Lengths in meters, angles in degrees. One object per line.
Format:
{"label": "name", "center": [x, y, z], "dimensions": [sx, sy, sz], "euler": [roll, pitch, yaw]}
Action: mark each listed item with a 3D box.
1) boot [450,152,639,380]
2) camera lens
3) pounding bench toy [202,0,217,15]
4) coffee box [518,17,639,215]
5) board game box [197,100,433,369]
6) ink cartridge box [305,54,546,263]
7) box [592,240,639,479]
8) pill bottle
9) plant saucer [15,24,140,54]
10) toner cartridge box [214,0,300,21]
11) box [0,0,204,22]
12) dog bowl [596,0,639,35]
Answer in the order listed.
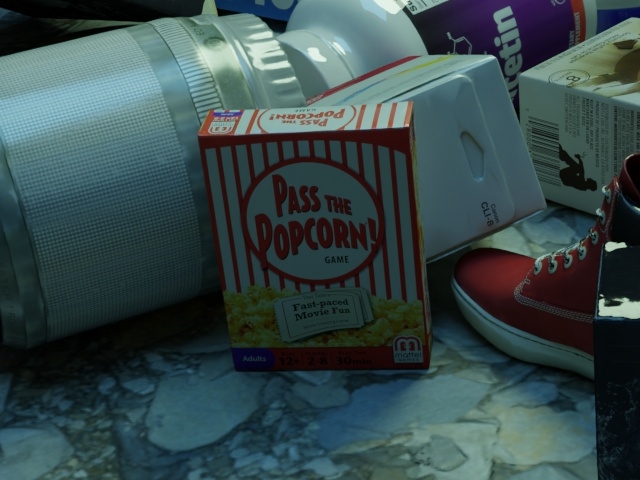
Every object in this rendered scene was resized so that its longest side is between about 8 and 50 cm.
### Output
{"label": "boot", "center": [0.182, 0.006, 1.021], "dimensions": [0.088, 0.176, 0.244], "euler": [-28, 33, -31]}
{"label": "camera lens", "center": [-0.160, -0.050, 1.152], "dimensions": [0.274, 0.219, 0.219], "euler": [-17, 30, -17]}
{"label": "pounding bench toy", "center": [-0.152, -0.256, 1.715], "dimensions": [0.052, 0.083, 0.065], "euler": [-14, -2, -18]}
{"label": "coffee box", "center": [0.329, -0.081, 1.205], "dimensions": [0.168, 0.119, 0.297], "euler": [-29, 35, -36]}
{"label": "board game box", "center": [0.000, 0.000, 1.053], "dimensions": [0.146, 0.194, 0.045], "euler": [-2, 28, 10]}
{"label": "ink cartridge box", "center": [0.071, -0.065, 1.163], "dimensions": [0.127, 0.128, 0.176], "euler": [-24, 12, -14]}
{"label": "box", "center": [0.241, 0.091, 0.867], "dimensions": [0.156, 0.158, 0.093], "euler": [0, 28, 14]}
{"label": "pill bottle", "center": [0.094, -0.177, 1.371], "dimensions": [0.323, 0.182, 0.181], "euler": [-28, 35, -33]}
{"label": "plant saucer", "center": [-0.233, -0.171, 1.585], "dimensions": [0.277, 0.041, 0.278], "euler": [-5, 29, 3]}
{"label": "toner cartridge box", "center": [-0.064, -0.348, 1.730], "dimensions": [0.347, 0.165, 0.075], "euler": [16, 23, 37]}
{"label": "box", "center": [-0.335, -0.361, 1.627], "dimensions": [0.312, 0.179, 0.343], "euler": [10, 1, -44]}
{"label": "dog bowl", "center": [0.305, -0.270, 1.576], "dimensions": [0.264, 0.104, 0.265], "euler": [-6, 28, 3]}
